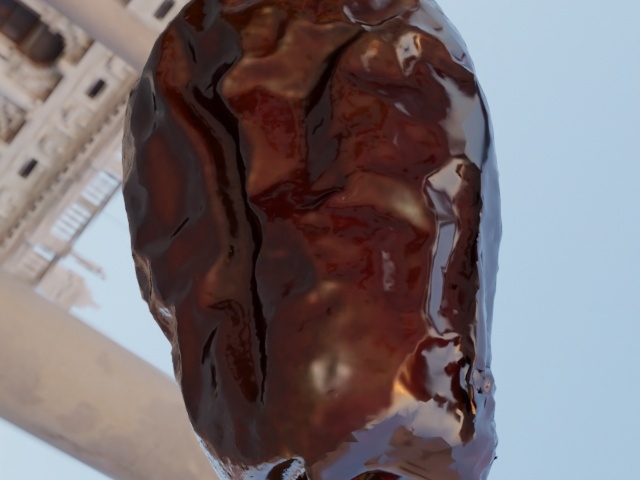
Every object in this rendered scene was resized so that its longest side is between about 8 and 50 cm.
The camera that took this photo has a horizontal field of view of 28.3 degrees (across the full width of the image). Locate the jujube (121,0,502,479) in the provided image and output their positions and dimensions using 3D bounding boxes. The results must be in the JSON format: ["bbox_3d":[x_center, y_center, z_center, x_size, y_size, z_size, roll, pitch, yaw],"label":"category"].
[{"bbox_3d":[0.000,0.000,0.668,0.216,0.216,0.342,-37,-135,28],"label":"jujube"}]
